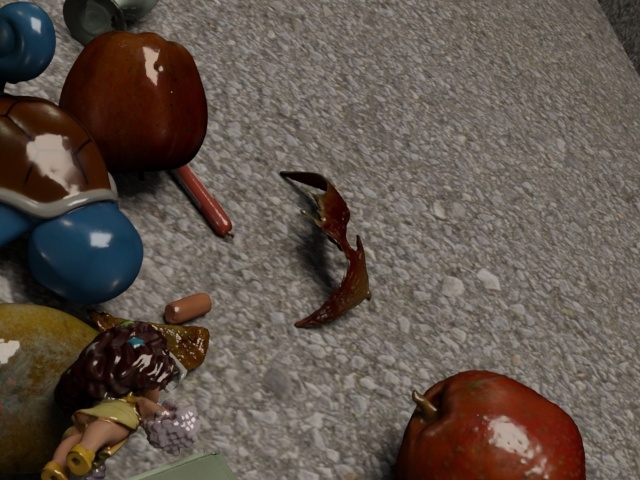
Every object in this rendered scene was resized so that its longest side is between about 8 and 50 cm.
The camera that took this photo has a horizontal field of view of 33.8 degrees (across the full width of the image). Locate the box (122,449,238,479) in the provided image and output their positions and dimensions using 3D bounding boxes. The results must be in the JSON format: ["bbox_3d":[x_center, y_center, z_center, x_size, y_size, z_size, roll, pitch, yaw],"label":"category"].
[{"bbox_3d":[-0.212,0.338,1.080,0.225,0.225,0.117,-11,59,-48],"label":"box"}]

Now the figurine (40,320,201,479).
[{"bbox_3d":[-0.218,0.177,1.106,0.116,0.175,0.240,52,22,-24],"label":"figurine"}]

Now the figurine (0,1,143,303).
[{"bbox_3d":[-0.387,-0.098,1.437,0.298,0.243,0.416,-13,81,-59],"label":"figurine"}]

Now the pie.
[{"bbox_3d":[-0.228,0.143,1.438,0.191,0.033,0.088,14,33,-35],"label":"pie"}]

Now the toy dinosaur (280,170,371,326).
[{"bbox_3d":[-0.005,-0.009,1.776,0.206,0.113,0.327,26,41,-65],"label":"toy dinosaur"}]

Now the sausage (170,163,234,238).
[{"bbox_3d":[-0.216,-0.100,1.716,0.034,0.034,0.253,-18,64,-50],"label":"sausage"}]

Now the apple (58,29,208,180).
[{"bbox_3d":[-0.277,-0.202,1.605,0.234,0.234,0.234,25,38,-21],"label":"apple"}]

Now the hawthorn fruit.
[{"bbox_3d":[0.230,0.315,1.484,0.300,0.275,0.275,43,34,-10],"label":"hawthorn fruit"}]

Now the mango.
[{"bbox_3d":[-0.324,0.170,1.213,0.316,0.146,0.192,7,86,-45],"label":"mango"}]

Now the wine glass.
[{"bbox_3d":[-0.357,-0.440,1.877,0.126,0.126,0.241,35,37,-8],"label":"wine glass"}]

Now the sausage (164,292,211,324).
[{"bbox_3d":[-0.191,0.099,1.524,0.034,0.034,0.083,52,35,15],"label":"sausage"}]
